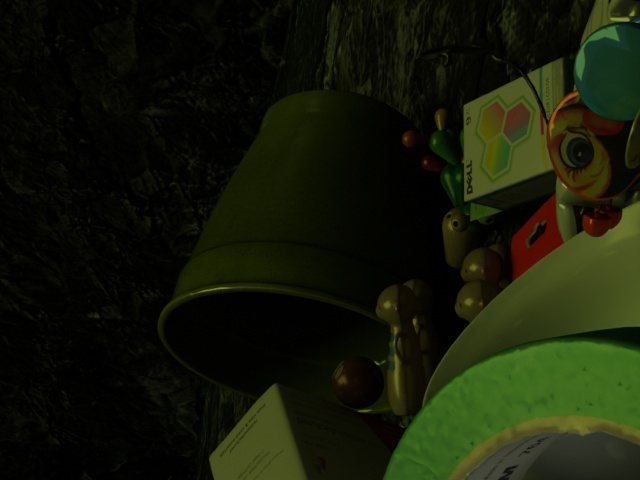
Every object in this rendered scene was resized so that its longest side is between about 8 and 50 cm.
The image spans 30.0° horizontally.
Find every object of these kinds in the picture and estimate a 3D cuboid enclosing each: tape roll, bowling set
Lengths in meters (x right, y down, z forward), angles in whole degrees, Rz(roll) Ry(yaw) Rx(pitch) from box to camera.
[{"bbox_3d":[0.167,0.209,0.652,0.321,0.077,0.321,3,95,45],"label":"tape roll"},{"bbox_3d":[0.101,0.089,1.186,0.287,0.200,0.154,-3,-92,-79],"label":"bowling set"}]

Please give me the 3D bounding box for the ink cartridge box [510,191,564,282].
[{"bbox_3d":[0.236,0.082,1.081,0.134,0.078,0.231,122,151,-63],"label":"ink cartridge box"}]

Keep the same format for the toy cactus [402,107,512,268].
[{"bbox_3d":[0.165,-0.049,1.423,0.219,0.112,0.180,-126,32,-56],"label":"toy cactus"}]

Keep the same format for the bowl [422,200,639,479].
[{"bbox_3d":[0.230,0.095,0.861,0.298,0.134,0.298,-37,12,9],"label":"bowl"}]

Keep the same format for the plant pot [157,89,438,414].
[{"bbox_3d":[0.000,0.000,1.616,0.366,0.367,0.353,120,164,-60],"label":"plant pot"}]

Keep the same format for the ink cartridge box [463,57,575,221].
[{"bbox_3d":[0.199,-0.097,1.221,0.209,0.062,0.109,-21,63,55],"label":"ink cartridge box"}]

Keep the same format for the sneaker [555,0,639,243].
[{"bbox_3d":[0.264,-0.127,1.030,0.118,0.110,0.292,-160,84,-84],"label":"sneaker"}]

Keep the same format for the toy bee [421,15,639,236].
[{"bbox_3d":[0.241,-0.089,0.897,0.298,0.195,0.162,4,108,55],"label":"toy bee"}]

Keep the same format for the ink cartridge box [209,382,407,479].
[{"bbox_3d":[0.039,0.309,1.149,0.131,0.226,0.306,-51,36,21],"label":"ink cartridge box"}]

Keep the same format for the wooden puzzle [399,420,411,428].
[{"bbox_3d":[0.113,0.301,1.645,0.116,0.014,0.078,115,153,-54],"label":"wooden puzzle"}]
